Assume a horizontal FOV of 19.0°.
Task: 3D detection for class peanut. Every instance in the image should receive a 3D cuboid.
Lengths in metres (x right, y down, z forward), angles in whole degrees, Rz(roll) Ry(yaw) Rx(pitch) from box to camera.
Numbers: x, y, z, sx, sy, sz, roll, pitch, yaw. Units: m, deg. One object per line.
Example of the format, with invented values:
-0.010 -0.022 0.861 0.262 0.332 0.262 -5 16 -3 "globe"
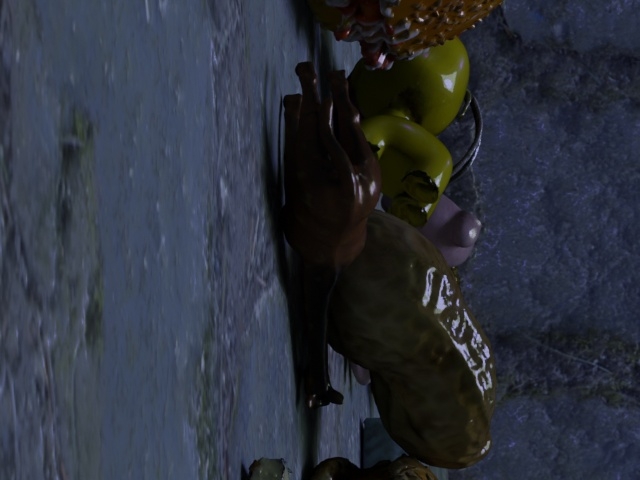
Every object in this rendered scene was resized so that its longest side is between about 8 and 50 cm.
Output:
0.071 0.079 1.557 0.233 0.110 0.196 57 -13 -19 "peanut"

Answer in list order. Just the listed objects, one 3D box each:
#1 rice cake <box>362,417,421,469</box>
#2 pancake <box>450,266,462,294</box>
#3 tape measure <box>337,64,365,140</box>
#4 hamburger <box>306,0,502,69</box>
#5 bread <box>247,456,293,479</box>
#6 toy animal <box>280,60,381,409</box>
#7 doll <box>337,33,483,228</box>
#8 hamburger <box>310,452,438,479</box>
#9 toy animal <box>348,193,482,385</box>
0.074 0.345 1.947 0.063 0.066 0.336 51 36 -65 "rice cake"
0.099 0.030 2.067 0.197 0.054 0.377 -16 95 -70 "pancake"
0.055 -0.114 1.871 0.118 0.074 0.125 -19 104 -82 "tape measure"
0.087 -0.254 1.582 0.295 0.227 0.151 61 5 -69 "hamburger"
-0.028 0.199 1.275 0.154 0.028 0.068 76 14 -65 "bread"
0.000 0.000 1.451 0.224 0.066 0.230 127 -45 -70 "toy animal"
0.091 -0.127 1.743 0.221 0.135 0.143 -61 175 -37 "doll"
0.060 0.288 1.590 0.131 0.124 0.262 -76 164 -69 "hamburger"
0.067 0.044 1.906 0.212 0.124 0.124 -56 161 -16 "toy animal"
